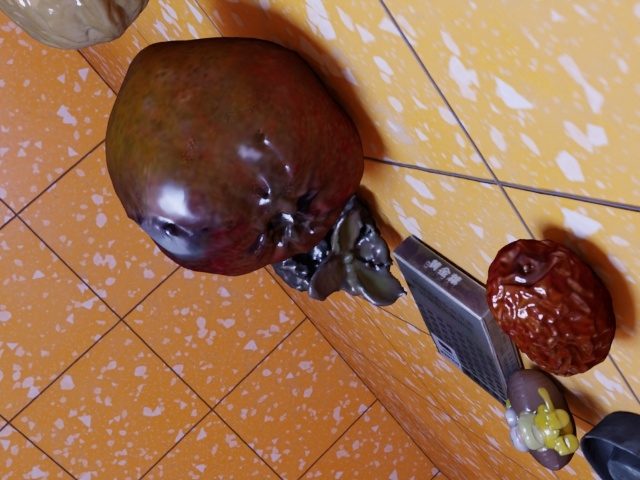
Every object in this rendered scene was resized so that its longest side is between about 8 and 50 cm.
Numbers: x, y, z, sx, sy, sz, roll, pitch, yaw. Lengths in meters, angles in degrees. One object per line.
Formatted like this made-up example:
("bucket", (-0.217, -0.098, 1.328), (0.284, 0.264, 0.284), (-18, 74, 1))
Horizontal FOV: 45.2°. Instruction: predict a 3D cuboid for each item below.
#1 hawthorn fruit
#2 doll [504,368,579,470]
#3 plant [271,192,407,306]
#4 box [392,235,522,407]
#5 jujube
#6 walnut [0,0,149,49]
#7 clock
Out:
("hawthorn fruit", (-0.115, -0.118, 0.944), (0.325, 0.308, 0.308), (56, 171, 9))
("doll", (0.306, 0.245, 1.078), (0.188, 0.096, 0.145), (61, -175, -62))
("plant", (0.000, 0.000, 1.195), (0.204, 0.178, 0.234), (59, 174, -24))
("box", (0.223, 0.137, 1.182), (0.180, 0.047, 0.325), (38, 167, 38))
("jujube", (0.233, 0.069, 0.762), (0.176, 0.109, 0.112), (46, -151, -42))
("walnut", (-0.344, -0.380, 1.022), (0.225, 0.225, 0.261), (34, 159, 50))
("clock", (0.455, 0.327, 0.958), (0.280, 0.055, 0.280), (44, 169, 11))
